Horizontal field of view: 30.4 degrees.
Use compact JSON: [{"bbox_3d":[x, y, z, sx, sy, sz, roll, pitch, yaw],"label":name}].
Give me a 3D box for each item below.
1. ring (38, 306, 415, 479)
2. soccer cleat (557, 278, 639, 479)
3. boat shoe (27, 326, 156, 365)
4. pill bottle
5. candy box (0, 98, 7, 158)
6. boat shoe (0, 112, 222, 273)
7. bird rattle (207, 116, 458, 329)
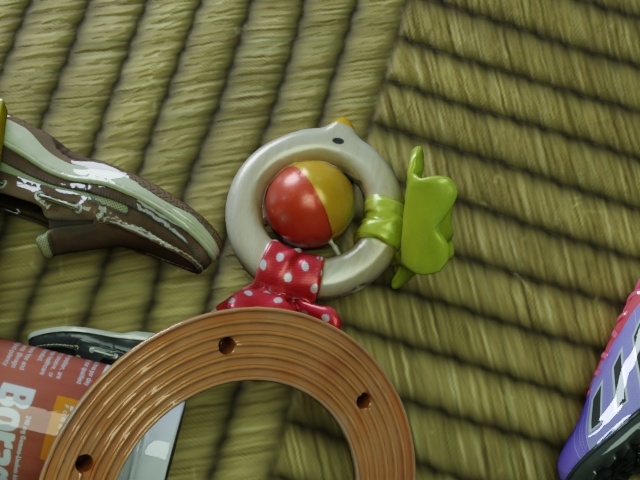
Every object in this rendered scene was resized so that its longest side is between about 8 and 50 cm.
[{"bbox_3d":[-0.071,0.216,0.949,0.336,0.032,0.337,-5,100,-28],"label":"ring"},{"bbox_3d":[0.308,0.101,1.075,0.318,0.109,0.116,-44,61,-13],"label":"soccer cleat"},{"bbox_3d":[-0.194,0.100,1.033,0.125,0.046,0.038,5,69,-14],"label":"boat shoe"},{"bbox_3d":[-0.227,0.152,0.972,0.216,0.121,0.121,14,73,-3],"label":"pill bottle"},{"bbox_3d":[-0.327,-0.026,0.981,0.105,0.027,0.206,2,66,-1],"label":"candy box"},{"bbox_3d":[-0.214,-0.020,1.042,0.257,0.095,0.095,25,72,13],"label":"boat shoe"},{"bbox_3d":[0.000,0.000,1.069,0.253,0.143,0.207,-31,68,-1],"label":"bird rattle"}]
